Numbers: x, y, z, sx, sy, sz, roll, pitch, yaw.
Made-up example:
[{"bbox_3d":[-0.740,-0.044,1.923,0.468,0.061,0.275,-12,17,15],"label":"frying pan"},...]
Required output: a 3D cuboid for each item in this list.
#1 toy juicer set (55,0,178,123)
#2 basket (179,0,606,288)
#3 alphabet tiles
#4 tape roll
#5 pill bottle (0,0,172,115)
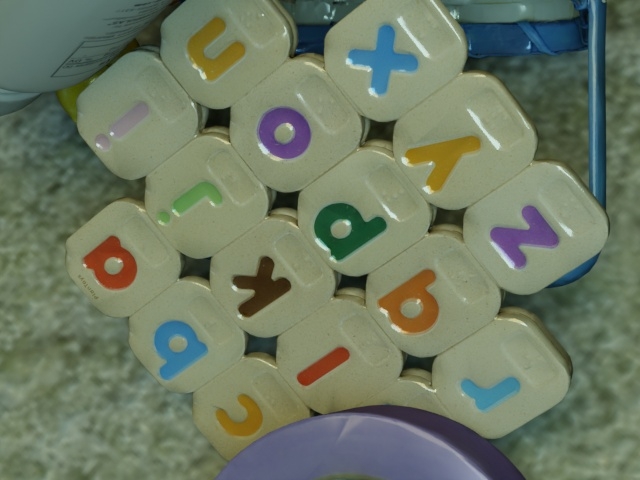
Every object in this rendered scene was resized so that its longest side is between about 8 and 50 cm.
[{"bbox_3d":[-0.217,-0.143,0.965,0.329,0.209,0.089,-38,23,13],"label":"toy juicer set"},{"bbox_3d":[0.043,-0.123,0.859,0.255,0.201,0.288,6,81,20],"label":"basket"},{"bbox_3d":[0.000,0.000,0.822,0.278,0.021,0.284,-36,97,30],"label":"alphabet tiles"},{"bbox_3d":[0.026,0.180,0.792,0.189,0.080,0.189,-1,88,16],"label":"tape roll"},{"bbox_3d":[-0.143,-0.149,0.793,0.131,0.229,0.131,10,69,-28],"label":"pill bottle"}]
